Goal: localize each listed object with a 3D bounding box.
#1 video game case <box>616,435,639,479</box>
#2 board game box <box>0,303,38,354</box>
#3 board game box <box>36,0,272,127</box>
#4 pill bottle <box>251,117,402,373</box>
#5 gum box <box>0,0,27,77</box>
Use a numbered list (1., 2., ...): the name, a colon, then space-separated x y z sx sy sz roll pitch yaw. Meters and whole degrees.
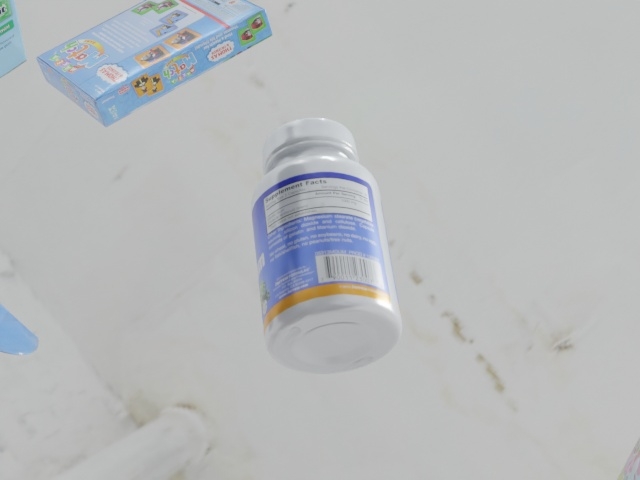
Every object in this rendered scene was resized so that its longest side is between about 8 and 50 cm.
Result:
1. video game case: 0.228 0.199 0.890 0.025 0.204 0.285 22 -63 4
2. board game box: -0.438 0.104 1.614 0.169 0.133 0.033 38 -78 19
3. board game box: -0.182 -0.211 1.393 0.160 0.211 0.039 36 -29 48
4. pill bottle: 0.000 0.000 1.454 0.152 0.152 0.272 -30 -130 29
5. gum box: -0.248 -0.199 0.746 0.157 0.041 0.184 35 -31 24
